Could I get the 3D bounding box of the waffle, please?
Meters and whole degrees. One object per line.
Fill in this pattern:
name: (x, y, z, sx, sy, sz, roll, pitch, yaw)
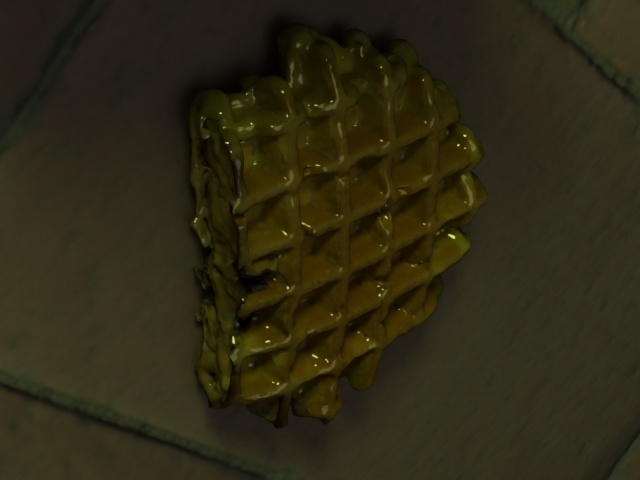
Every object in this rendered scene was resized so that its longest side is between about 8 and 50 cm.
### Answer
waffle: (0.001, 0.000, 1.099, 0.283, 0.065, 0.309, -55, 138, 2)
